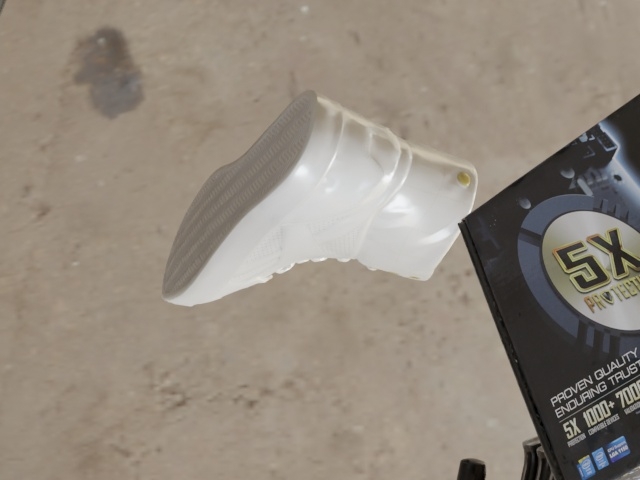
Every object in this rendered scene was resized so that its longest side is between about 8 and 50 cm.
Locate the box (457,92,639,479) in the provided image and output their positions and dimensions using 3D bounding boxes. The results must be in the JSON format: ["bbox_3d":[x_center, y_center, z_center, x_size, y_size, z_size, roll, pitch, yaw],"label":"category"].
[{"bbox_3d":[0.168,0.014,0.733,0.077,0.180,0.147,7,56,-45],"label":"box"}]

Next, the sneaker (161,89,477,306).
[{"bbox_3d":[0.000,0.000,1.259,0.169,0.292,0.108,20,63,-21],"label":"sneaker"}]

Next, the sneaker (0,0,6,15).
[{"bbox_3d":[-0.166,-0.149,0.401,0.286,0.109,0.130,33,93,10],"label":"sneaker"}]

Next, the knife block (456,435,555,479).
[{"bbox_3d":[0.121,0.276,1.104,0.088,0.275,0.242,5,48,-23],"label":"knife block"}]
